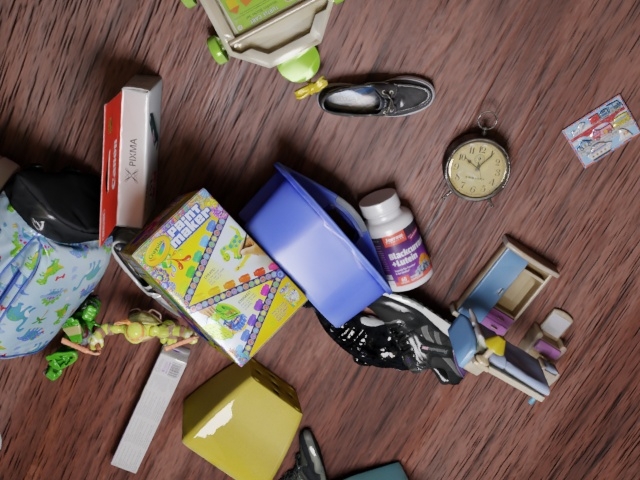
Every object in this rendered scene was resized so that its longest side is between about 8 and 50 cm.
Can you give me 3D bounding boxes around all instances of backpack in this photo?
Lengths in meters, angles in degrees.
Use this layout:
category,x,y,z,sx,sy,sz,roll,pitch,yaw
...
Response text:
category,x,y,z,sx,sy,sz,roll,pitch,yaw
backpack,-0.564,0.053,1.647,0.355,0.290,0.273,-34,82,14

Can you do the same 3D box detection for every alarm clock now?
category,x,y,z,sx,sy,sz,roll,pitch,yaw
alarm clock,0.310,-0.164,1.692,0.129,0.064,0.192,10,115,-4

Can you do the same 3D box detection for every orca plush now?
category,x,y,z,sx,sy,sz,roll,pitch,yaw
orca plush,0.096,0.202,1.823,0.151,0.102,0.287,-41,107,15

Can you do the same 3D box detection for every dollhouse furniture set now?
category,x,y,z,sx,sy,sz,roll,pitch,yaw
dollhouse furniture set,0.425,0.179,1.705,0.286,0.303,0.198,31,110,-12

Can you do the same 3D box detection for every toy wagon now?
category,x,y,z,sx,sy,sz,roll,pitch,yaw
toy wagon,-0.093,-0.425,1.583,0.267,0.068,0.344,-25,111,10

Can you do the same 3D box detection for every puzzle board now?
category,x,y,z,sx,sy,sz,roll,pitch,yaw
puzzle board,0.557,-0.214,1.699,0.128,0.011,0.096,-33,108,13

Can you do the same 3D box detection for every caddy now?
category,x,y,z,sx,sy,sz,roll,pitch,yaw
caddy,0.000,0.000,1.659,0.179,0.241,0.341,-41,108,1

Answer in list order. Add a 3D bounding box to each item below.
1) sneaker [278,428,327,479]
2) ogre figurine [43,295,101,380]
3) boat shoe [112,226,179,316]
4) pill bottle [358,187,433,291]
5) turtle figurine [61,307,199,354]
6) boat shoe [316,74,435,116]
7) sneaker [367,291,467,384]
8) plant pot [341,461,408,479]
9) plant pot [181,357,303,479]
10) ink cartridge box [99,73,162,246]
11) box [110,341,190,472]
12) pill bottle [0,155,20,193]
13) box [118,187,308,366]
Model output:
category,x,y,z,sx,sy,sz,roll,pitch,yaw
sneaker,-0.049,0.542,1.973,0.130,0.087,0.227,-9,118,-3
ogre figurine,-0.516,0.196,1.814,0.097,0.118,0.197,12,112,-3
boat shoe,-0.341,0.083,1.784,0.095,0.084,0.258,-42,106,15
pill bottle,0.148,-0.003,1.735,0.108,0.108,0.193,-21,111,8
turtle figurine,-0.373,0.181,1.752,0.269,0.217,0.087,-4,87,0
boat shoe,0.107,-0.271,1.641,0.228,0.076,0.080,2,113,0
sneaker,0.200,0.207,1.790,0.283,0.107,0.124,31,74,-15
plant pot,0.093,0.636,1.930,0.234,0.166,0.165,-9,119,-14
plant pot,-0.157,0.378,1.851,0.212,0.212,0.187,38,96,-14
ink cartridge box,-0.351,-0.151,1.604,0.060,0.239,0.275,7,113,-3
box,-0.379,0.372,1.916,0.067,0.063,0.324,23,111,-8
pill bottle,-0.756,-0.166,1.627,0.334,0.188,0.188,30,109,-12
box,-0.213,0.063,1.627,0.177,0.290,0.279,-45,102,-12
